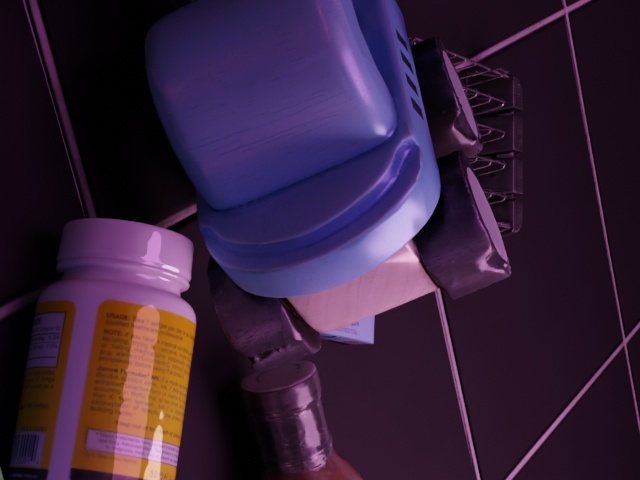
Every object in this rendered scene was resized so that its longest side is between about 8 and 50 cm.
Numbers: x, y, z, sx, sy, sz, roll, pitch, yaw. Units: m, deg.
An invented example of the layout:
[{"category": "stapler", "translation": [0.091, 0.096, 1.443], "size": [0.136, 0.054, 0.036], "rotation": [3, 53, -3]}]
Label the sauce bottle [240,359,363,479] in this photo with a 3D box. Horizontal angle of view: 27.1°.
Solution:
[{"category": "sauce bottle", "translation": [-0.001, 0.278, 1.198], "size": [0.111, 0.111, 0.344], "rotation": [-32, 112, -52]}]

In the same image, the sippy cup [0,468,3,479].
[{"category": "sippy cup", "translation": [-0.310, 0.160, 0.664], "size": [0.224, 0.240, 0.305], "rotation": [-15, 61, -45]}]

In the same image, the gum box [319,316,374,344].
[{"category": "gum box", "translation": [0.000, 0.000, 1.278], "size": [0.157, 0.041, 0.184], "rotation": [18, 72, -54]}]

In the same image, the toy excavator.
[{"category": "toy excavator", "translation": [-0.051, -0.189, 1.025], "size": [0.445, 0.222, 0.433], "rotation": [56, 19, -44]}]

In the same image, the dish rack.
[{"category": "dish rack", "translation": [0.145, -0.110, 1.481], "size": [0.271, 0.074, 0.208], "rotation": [9, 79, -54]}]

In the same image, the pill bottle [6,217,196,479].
[{"category": "pill bottle", "translation": [-0.155, 0.096, 0.971], "size": [0.119, 0.119, 0.208], "rotation": [26, 67, -52]}]
